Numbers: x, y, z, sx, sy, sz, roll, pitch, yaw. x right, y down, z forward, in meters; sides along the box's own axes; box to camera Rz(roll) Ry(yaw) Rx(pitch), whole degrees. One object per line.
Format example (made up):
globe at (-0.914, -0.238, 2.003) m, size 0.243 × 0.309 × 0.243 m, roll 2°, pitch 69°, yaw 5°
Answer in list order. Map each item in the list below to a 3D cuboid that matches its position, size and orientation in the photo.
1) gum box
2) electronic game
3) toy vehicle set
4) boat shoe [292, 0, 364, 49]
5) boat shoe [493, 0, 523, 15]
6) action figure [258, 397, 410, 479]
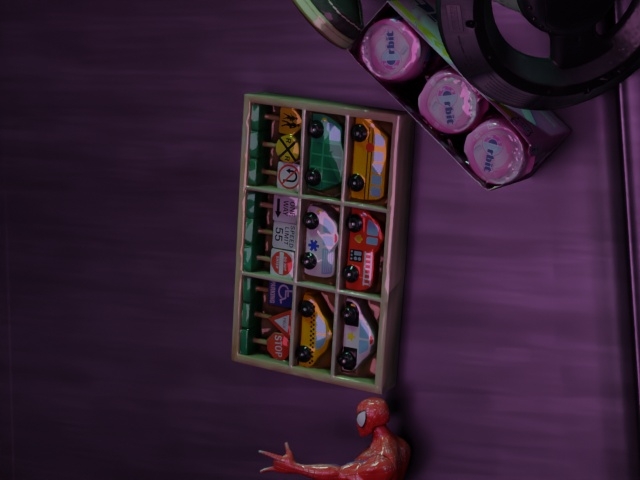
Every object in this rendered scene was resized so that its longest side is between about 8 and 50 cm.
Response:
gum box at (0.126, -0.126, 1.420) m, size 0.188 × 0.107 × 0.062 m, roll 46°, pitch 116°, yaw 13°
electronic game at (0.200, -0.211, 1.321) m, size 0.229 × 0.229 × 0.048 m, roll -67°, pitch 31°, yaw 21°
toy vehicle set at (0.000, 0.000, 1.551) m, size 0.166 × 0.035 × 0.267 m, roll 9°, pitch 103°, yaw 26°
boat shoe at (0.003, -0.262, 1.432) m, size 0.073 × 0.080 × 0.223 m, roll -36°, pitch 44°, yaw 21°
boat shoe at (0.191, -0.324, 1.355) m, size 0.096 × 0.098 × 0.277 m, roll 25°, pitch 111°, yaw 21°
action figure at (0.019, 0.281, 1.561) m, size 0.139 × 0.091 × 0.280 m, roll 6°, pitch 102°, yaw 18°
